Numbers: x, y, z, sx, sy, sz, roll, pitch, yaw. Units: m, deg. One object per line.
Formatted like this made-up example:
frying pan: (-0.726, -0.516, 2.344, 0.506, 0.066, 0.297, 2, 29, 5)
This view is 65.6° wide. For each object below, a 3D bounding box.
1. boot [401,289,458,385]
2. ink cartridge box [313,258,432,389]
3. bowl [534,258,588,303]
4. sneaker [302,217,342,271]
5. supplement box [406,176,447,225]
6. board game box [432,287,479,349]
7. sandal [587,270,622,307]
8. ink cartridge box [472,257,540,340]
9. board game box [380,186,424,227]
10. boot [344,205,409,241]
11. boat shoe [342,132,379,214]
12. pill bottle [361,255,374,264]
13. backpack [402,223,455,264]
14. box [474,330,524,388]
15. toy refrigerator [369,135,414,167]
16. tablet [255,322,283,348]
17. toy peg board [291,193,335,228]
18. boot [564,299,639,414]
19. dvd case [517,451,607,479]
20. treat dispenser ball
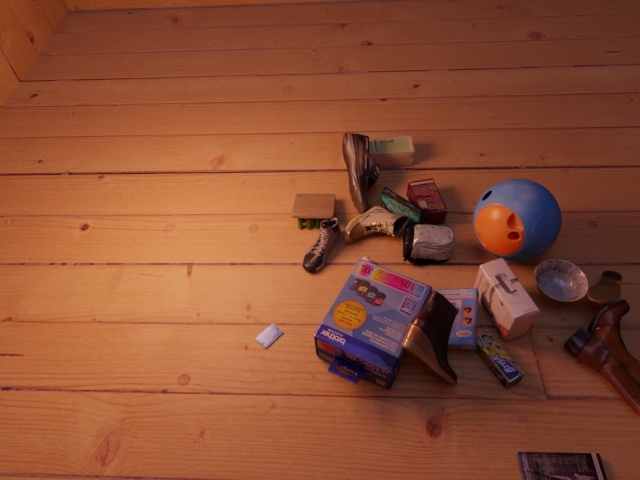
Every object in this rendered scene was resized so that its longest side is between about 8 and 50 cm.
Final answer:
boot: (0.372, 0.298, 1.503, 0.207, 0.248, 0.090, -53, 21, -18)
ink cartridge box: (0.157, 0.283, 1.586, 0.270, 0.151, 0.395, 21, 57, 19)
bowl: (0.802, 0.153, 1.683, 0.170, 0.080, 0.170, -2, 52, 2)
sneaker: (0.000, 0.000, 1.828, 0.086, 0.132, 0.228, 23, 56, 20)
supplement box: (0.415, -0.152, 1.953, 0.104, 0.081, 0.188, -9, 51, -4)
board game box: (0.430, 0.253, 1.624, 0.160, 0.039, 0.211, -5, 47, 27)
sandal: (0.950, 0.184, 1.657, 0.088, 0.079, 0.240, 16, 31, 35)
ink cartridge box: (0.596, 0.191, 1.617, 0.092, 0.158, 0.218, -15, 52, -7)
board game box: (0.309, -0.113, 1.901, 0.186, 0.126, 0.026, 36, 61, 28)
boot: (0.208, -0.050, 1.859, 0.213, 0.077, 0.165, -34, 35, -26)
boat shoe: (0.175, -0.279, 1.993, 0.130, 0.132, 0.355, -8, 76, -4)
pill bottle: (0.175, 0.098, 1.795, 0.043, 0.043, 0.083, -13, 51, -6)
backpack: (0.395, 0.010, 1.805, 0.182, 0.115, 0.152, 7, 50, 6)
box: (0.549, 0.371, 1.544, 0.059, 0.054, 0.169, -24, 53, -14)
toy refrigerator: (0.262, -0.381, 2.138, 0.270, 0.094, 0.102, -3, 52, 2)
tablet: (-0.171, 0.319, 1.667, 0.054, 0.006, 0.083, 36, 63, 27)
toy peg board: (-0.024, -0.111, 1.969, 0.161, 0.079, 0.160, 1, 36, 4)
boot: (0.944, 0.342, 1.514, 0.264, 0.096, 0.280, -31, 57, -20)
dvd case: (0.658, 0.655, 1.333, 0.221, 0.018, 0.164, -1, 50, 4)
treat dispenser ball: (0.682, -0.070, 1.736, 0.288, 0.288, 0.288, -2, 51, 2)
